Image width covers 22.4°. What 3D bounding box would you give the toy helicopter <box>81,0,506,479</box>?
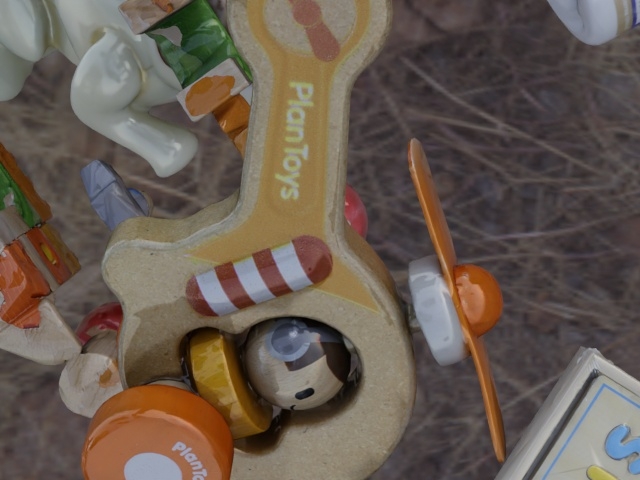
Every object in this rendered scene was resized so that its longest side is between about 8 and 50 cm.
[{"bbox_3d":[0.000,0.000,0.871,0.235,0.140,0.355,7,123,1],"label":"toy helicopter"}]

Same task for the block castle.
[{"bbox_3d":[-0.194,-0.102,1.353,0.303,0.213,0.453,-33,96,5],"label":"block castle"}]

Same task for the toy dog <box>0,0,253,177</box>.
[{"bbox_3d":[-0.145,-0.267,1.642,0.408,0.284,0.395,27,127,37],"label":"toy dog"}]

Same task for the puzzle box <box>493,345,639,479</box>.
[{"bbox_3d":[0.207,0.321,1.242,0.272,0.052,0.409,32,91,0],"label":"puzzle box"}]

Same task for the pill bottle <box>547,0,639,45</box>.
[{"bbox_3d":[0.198,-0.189,0.834,0.186,0.112,0.112,-27,72,-1],"label":"pill bottle"}]
